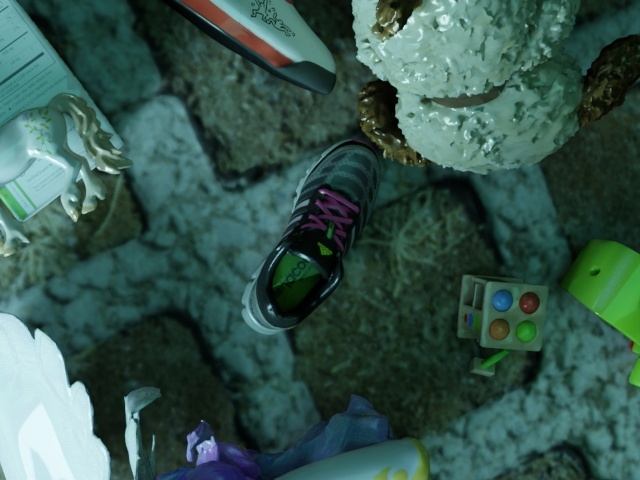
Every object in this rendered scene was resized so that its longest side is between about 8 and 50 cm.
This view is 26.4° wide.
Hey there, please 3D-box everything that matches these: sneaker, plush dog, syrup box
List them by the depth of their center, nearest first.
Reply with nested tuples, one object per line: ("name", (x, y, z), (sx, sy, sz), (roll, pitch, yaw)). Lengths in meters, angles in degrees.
("syrup box", (-0.248, -0.136, 0.966), (0.096, 0.093, 0.237), (-39, 102, -7))
("plush dog", (0.112, -0.142, 0.981), (0.262, 0.210, 0.225), (-7, 133, 26))
("sneaker", (-0.070, -0.232, 1.001), (0.270, 0.090, 0.145), (33, 89, -11))
("sneaker", (0.000, 0.000, 1.046), (0.063, 0.075, 0.170), (33, 87, -14))

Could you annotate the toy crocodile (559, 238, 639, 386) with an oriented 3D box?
("toy crocodile", (0.352, 0.095, 1.134), (0.341, 0.105, 0.115), (21, 89, -19))

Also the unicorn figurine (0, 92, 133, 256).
("unicorn figurine", (-0.217, -0.047, 0.908), (0.162, 0.060, 0.111), (-31, 101, -24))

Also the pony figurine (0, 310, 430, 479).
("pony figurine", (-0.102, 0.226, 0.967), (0.364, 0.303, 0.350), (-7, 105, -28))

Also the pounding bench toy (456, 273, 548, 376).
("pounding bench toy", (0.144, 0.073, 1.092), (0.052, 0.065, 0.083), (5, 94, -14))
